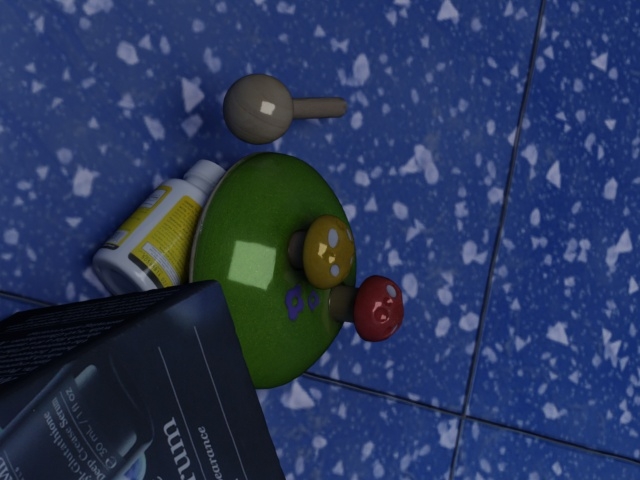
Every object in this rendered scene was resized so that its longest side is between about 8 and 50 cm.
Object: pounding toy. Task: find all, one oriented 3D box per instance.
[{"bbox_3d":[0.000,0.000,1.344,0.183,0.110,0.237,4,91,-58],"label":"pounding toy"}]

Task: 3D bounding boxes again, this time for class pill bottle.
[{"bbox_3d":[-0.111,-0.005,1.340,0.116,0.065,0.065,-49,112,-23],"label":"pill bottle"}]

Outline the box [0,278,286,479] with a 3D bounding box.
[{"bbox_3d":[-0.208,0.233,1.121,0.395,0.212,0.293,-30,105,-49],"label":"box"}]
